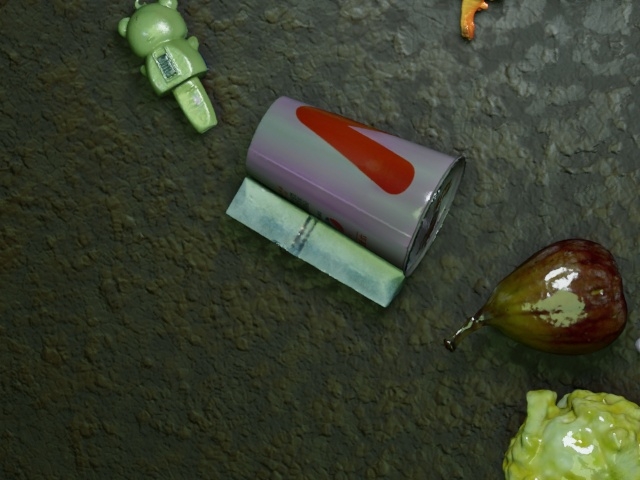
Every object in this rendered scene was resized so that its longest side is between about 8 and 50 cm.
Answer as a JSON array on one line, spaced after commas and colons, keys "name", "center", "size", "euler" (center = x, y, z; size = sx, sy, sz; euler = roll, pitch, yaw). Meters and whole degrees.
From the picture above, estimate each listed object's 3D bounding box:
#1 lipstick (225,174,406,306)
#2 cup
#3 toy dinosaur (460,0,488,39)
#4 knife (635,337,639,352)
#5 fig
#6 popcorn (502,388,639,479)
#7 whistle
[{"name": "lipstick", "center": [0.000, 0.000, 1.970], "size": [0.290, 0.077, 0.076], "euler": [32, 102, 3]}, {"name": "cup", "center": [0.046, -0.096, 1.901], "size": [0.288, 0.203, 0.203], "euler": [26, 102, 12]}, {"name": "toy dinosaur", "center": [0.256, -0.430, 1.863], "size": [0.117, 0.070, 0.288], "euler": [10, 105, -2]}, {"name": "knife", "center": [0.641, 0.077, 1.886], "size": [0.398, 0.038, 0.132], "euler": [-42, 92, 12]}, {"name": "fig", "center": [0.308, 0.103, 1.887], "size": [0.274, 0.145, 0.170], "euler": [-18, 95, -2]}, {"name": "popcorn", "center": [0.385, 0.328, 1.885], "size": [0.256, 0.195, 0.255], "euler": [-25, 79, 16]}, {"name": "whistle", "center": [-0.223, -0.270, 1.965], "size": [0.105, 0.085, 0.227], "euler": [-29, 91, 14]}]
